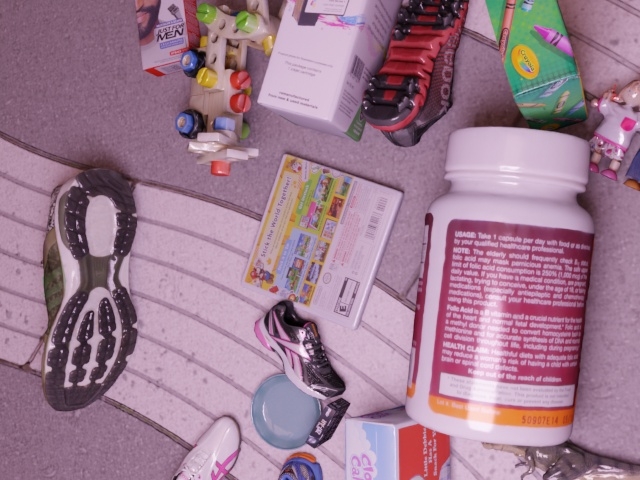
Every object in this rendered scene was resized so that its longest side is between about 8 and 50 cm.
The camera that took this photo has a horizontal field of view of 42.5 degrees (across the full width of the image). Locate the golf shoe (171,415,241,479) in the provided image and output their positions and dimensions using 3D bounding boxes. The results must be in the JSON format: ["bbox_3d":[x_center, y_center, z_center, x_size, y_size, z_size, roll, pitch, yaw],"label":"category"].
[{"bbox_3d":[-0.188,0.366,1.307,0.068,0.086,0.186,30,95,19],"label":"golf shoe"}]

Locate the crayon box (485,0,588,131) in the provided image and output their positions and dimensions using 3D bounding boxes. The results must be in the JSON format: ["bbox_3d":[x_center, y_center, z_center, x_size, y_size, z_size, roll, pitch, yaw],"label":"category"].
[{"bbox_3d":[0.284,-0.247,1.077,0.081,0.278,0.165,-17,82,18],"label":"crayon box"}]

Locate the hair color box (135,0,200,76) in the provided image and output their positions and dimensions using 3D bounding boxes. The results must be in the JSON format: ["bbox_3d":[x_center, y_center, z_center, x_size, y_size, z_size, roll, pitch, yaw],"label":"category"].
[{"bbox_3d":[-0.258,-0.372,1.388,0.093,0.053,0.167,-10,83,19],"label":"hair color box"}]

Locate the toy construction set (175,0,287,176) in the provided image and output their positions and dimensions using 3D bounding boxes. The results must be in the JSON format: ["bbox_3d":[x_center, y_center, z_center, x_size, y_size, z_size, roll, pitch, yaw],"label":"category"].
[{"bbox_3d":[-0.129,-0.242,1.271,0.215,0.151,0.327,0,71,39],"label":"toy construction set"}]

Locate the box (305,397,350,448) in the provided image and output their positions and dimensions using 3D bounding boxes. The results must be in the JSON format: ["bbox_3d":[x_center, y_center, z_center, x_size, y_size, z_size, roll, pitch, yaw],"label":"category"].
[{"bbox_3d":[0.012,0.276,1.244,0.018,0.083,0.067,30,97,17],"label":"box"}]

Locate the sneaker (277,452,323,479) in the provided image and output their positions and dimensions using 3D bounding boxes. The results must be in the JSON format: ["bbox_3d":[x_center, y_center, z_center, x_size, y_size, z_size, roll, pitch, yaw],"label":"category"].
[{"bbox_3d":[-0.035,0.441,1.249,0.083,0.087,0.221,-13,83,18],"label":"sneaker"}]

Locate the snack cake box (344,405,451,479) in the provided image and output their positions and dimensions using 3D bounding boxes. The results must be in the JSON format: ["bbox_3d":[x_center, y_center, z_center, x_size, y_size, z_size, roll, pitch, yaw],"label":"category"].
[{"bbox_3d":[0.111,0.377,1.159,0.089,0.152,0.264,-3,86,39],"label":"snack cake box"}]

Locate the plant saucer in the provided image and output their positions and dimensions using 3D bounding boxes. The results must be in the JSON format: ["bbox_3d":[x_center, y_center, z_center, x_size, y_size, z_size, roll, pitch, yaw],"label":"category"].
[{"bbox_3d":[-0.052,0.270,1.299,0.119,0.021,0.119,-1,87,19],"label":"plant saucer"}]

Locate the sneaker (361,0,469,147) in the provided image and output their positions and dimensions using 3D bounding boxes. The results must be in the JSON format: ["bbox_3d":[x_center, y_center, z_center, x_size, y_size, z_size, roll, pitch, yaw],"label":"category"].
[{"bbox_3d":[0.152,-0.255,1.221,0.098,0.135,0.276,14,68,31],"label":"sneaker"}]

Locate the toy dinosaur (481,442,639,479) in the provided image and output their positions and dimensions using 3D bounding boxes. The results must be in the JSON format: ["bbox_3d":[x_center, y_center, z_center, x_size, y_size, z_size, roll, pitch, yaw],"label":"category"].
[{"bbox_3d":[0.348,0.333,1.141,0.268,0.064,0.118,9,83,16],"label":"toy dinosaur"}]

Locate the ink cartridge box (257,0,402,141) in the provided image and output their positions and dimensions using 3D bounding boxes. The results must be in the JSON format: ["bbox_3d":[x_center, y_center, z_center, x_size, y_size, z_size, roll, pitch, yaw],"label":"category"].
[{"bbox_3d":[0.026,-0.303,1.205,0.117,0.201,0.278,17,93,14],"label":"ink cartridge box"}]

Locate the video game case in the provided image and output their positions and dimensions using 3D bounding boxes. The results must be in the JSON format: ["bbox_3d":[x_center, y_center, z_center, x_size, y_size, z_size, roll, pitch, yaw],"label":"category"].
[{"bbox_3d":[0.000,0.000,1.294,0.206,0.026,0.226,20,94,19],"label":"video game case"}]

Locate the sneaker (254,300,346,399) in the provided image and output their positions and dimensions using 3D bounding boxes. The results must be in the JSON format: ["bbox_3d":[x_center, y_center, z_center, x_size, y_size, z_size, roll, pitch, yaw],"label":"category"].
[{"bbox_3d":[-0.025,0.165,1.260,0.178,0.072,0.077,43,116,15],"label":"sneaker"}]

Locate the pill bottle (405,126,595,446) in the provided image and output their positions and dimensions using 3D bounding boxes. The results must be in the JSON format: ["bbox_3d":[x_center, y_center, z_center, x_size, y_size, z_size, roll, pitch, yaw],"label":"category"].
[{"bbox_3d":[0.244,0.057,1.104,0.224,0.224,0.391,7,90,19],"label":"pill bottle"}]

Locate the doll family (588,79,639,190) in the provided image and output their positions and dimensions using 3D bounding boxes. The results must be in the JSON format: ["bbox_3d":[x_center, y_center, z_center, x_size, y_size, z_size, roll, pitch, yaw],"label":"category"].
[{"bbox_3d":[0.493,-0.129,1.103,0.263,0.118,0.163,32,104,36],"label":"doll family"}]

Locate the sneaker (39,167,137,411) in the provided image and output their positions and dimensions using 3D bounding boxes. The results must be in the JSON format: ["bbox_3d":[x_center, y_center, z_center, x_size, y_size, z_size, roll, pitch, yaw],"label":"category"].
[{"bbox_3d":[-0.413,0.081,1.399,0.182,0.158,0.410,9,92,50],"label":"sneaker"}]
